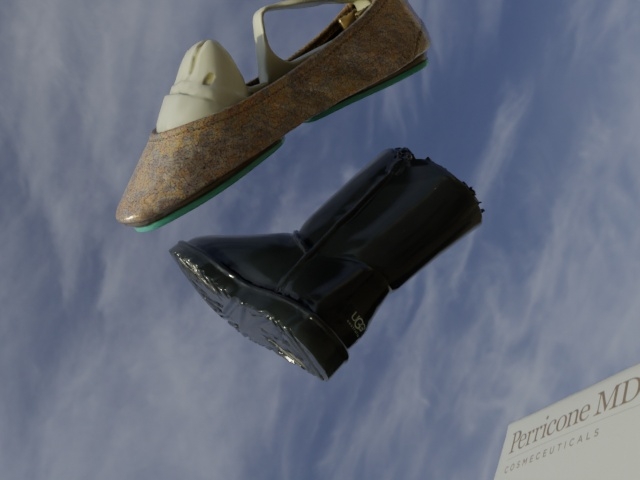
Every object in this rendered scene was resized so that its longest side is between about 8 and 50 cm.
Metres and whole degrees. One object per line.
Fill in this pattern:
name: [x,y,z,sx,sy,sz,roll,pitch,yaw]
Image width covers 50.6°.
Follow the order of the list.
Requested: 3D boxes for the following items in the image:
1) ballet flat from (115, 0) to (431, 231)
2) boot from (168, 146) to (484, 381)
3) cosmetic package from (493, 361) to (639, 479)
ballet flat: [-0.049,-0.129,0.559,0.316,0.107,0.106,-35,-66,-21]
boot: [0.000,0.000,0.614,0.207,0.246,0.094,-43,-54,-21]
cosmetic package: [0.335,0.366,0.592,0.327,0.329,0.394,31,-125,-1]
